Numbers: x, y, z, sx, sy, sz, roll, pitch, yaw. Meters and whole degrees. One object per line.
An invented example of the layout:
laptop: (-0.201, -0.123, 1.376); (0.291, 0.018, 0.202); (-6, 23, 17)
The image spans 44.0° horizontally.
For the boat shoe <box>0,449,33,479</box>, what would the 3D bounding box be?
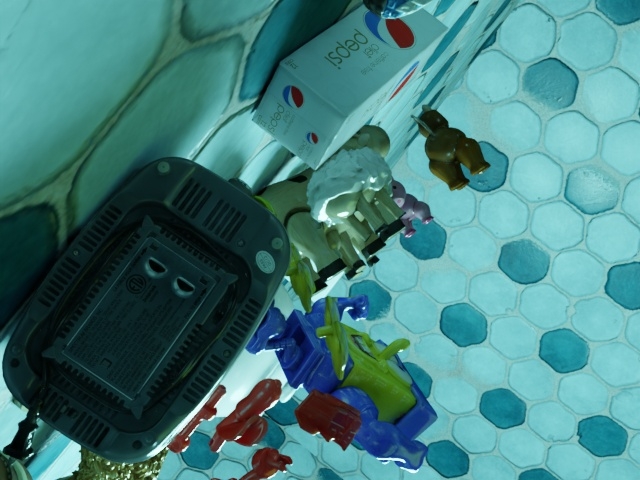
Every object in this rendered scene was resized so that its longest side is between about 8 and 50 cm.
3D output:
boat shoe: (-0.307, 0.241, 0.519); (0.257, 0.095, 0.095); (-56, 164, -21)

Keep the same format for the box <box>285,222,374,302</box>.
box: (0.000, 0.000, 1.313); (0.091, 0.130, 0.170); (-48, 176, -43)

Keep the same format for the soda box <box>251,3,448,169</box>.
soda box: (0.033, -0.154, 0.717); (0.216, 0.074, 0.069); (-47, 174, -44)

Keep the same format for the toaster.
toaster: (-0.119, 0.060, 0.552); (0.227, 0.129, 0.146); (-57, 180, -15)

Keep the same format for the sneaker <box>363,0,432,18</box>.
sneaker: (0.103, -0.258, 0.633); (0.190, 0.071, 0.083); (-52, -179, 14)

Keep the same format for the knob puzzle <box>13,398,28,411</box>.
knob puzzle: (-0.195, 0.091, 0.717); (0.213, 0.030, 0.213); (-51, 176, -5)

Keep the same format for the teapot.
teapot: (-0.115, 0.164, 1.134); (0.252, 0.187, 0.256); (-51, 177, 9)

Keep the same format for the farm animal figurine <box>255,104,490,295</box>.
farm animal figurine: (0.026, -0.057, 1.000); (0.327, 0.172, 0.330); (-30, 170, -43)

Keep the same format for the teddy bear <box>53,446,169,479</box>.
teddy bear: (-0.221, 0.212, 0.911); (0.245, 0.113, 0.337); (-85, -162, -78)

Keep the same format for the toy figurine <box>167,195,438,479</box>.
toy figurine: (-0.007, 0.124, 0.715); (0.191, 0.217, 0.362); (-52, -152, 8)
